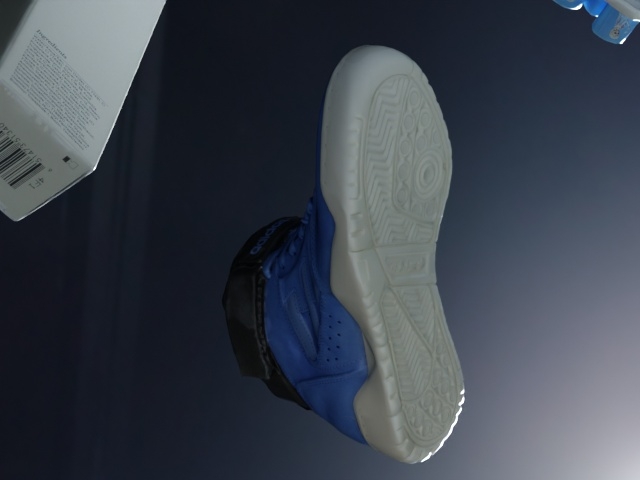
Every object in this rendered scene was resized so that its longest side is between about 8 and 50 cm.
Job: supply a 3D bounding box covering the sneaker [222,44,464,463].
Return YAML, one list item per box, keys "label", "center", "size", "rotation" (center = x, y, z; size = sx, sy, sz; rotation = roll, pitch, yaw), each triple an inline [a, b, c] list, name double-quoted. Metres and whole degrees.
- label: "sneaker"
  center: [-0.001, 0.001, 0.576]
  size: [0.058, 0.084, 0.152]
  rotation: [-39, -47, -36]

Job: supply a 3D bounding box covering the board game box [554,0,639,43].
- label: "board game box"
  center: [0.156, -0.372, 1.415]
  size: [0.390, 0.390, 0.050]
  rotation: [35, -44, 0]

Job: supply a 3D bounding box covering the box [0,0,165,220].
- label: "box"
  center: [-0.217, -0.147, 1.378]
  size: [0.094, 0.275, 0.113]
  rotation: [-31, -65, 28]
